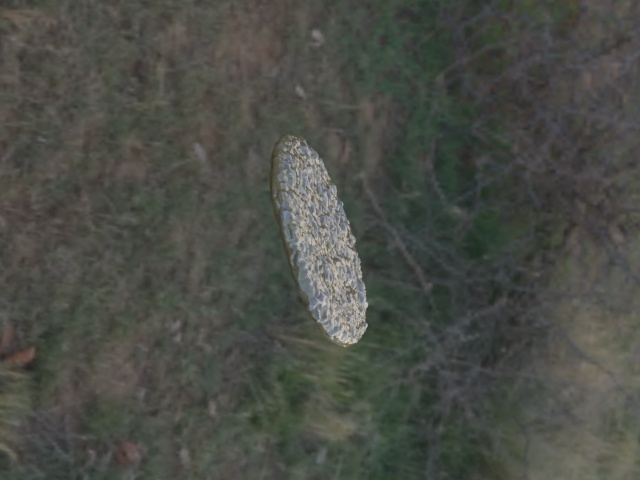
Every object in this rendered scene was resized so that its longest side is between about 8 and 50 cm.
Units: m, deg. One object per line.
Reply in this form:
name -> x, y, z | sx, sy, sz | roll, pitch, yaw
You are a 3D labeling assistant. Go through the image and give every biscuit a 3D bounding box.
biscuit -> 0.000, 0.000, 0.608 | 0.120, 0.015, 0.120 | -17, 90, -74
